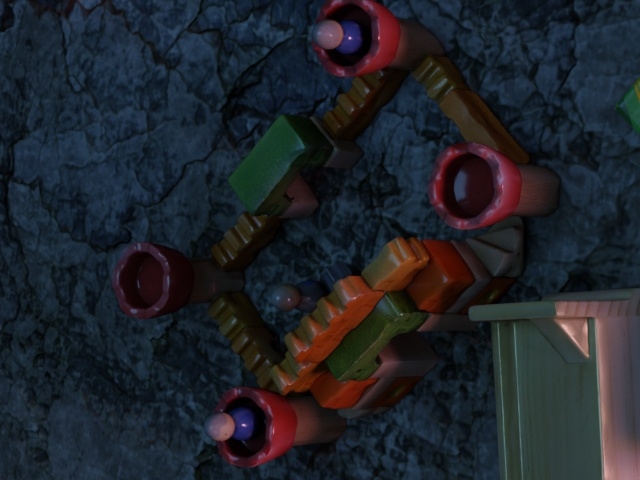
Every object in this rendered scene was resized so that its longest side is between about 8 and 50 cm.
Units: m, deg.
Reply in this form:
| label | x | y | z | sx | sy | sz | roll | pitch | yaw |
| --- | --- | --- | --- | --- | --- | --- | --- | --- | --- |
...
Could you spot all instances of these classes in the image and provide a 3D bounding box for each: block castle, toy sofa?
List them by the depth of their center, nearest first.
| label | x | y | z | sx | sy | sz | roll | pitch | yaw |
| --- | --- | --- | --- | --- | --- | --- | --- | --- | --- |
| toy sofa | 0.260 | 0.229 | 1.679 | 0.150 | 0.177 | 0.363 | -9 | 83 | 61 |
| block castle | 0.000 | 0.000 | 1.814 | 0.453 | 0.213 | 0.303 | -48 | 63 | 25 |

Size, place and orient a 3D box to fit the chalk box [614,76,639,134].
| label | x | y | z | sx | sy | sz | roll | pitch | yaw |
| --- | --- | --- | --- | --- | --- | --- | --- | --- | --- |
| chalk box | 0.400 | -0.095 | 1.572 | 0.213 | 0.132 | 0.132 | 49 | 116 | 27 |
